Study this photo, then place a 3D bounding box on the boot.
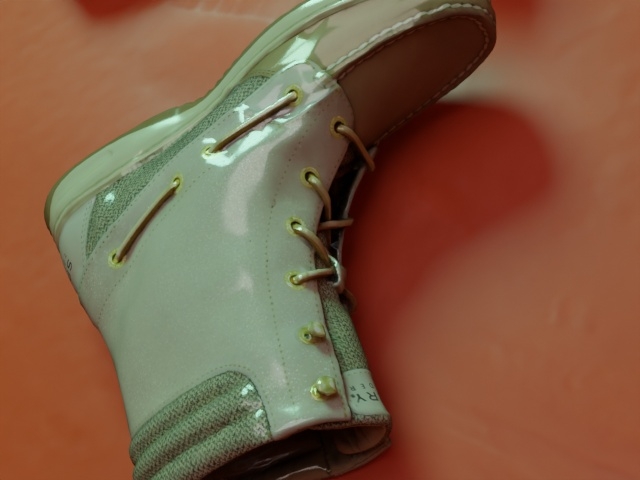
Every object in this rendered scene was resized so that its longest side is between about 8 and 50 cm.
[{"bbox_3d":[0.000,0.000,0.400,0.213,0.077,0.165,-31,56,9],"label":"boot"}]
